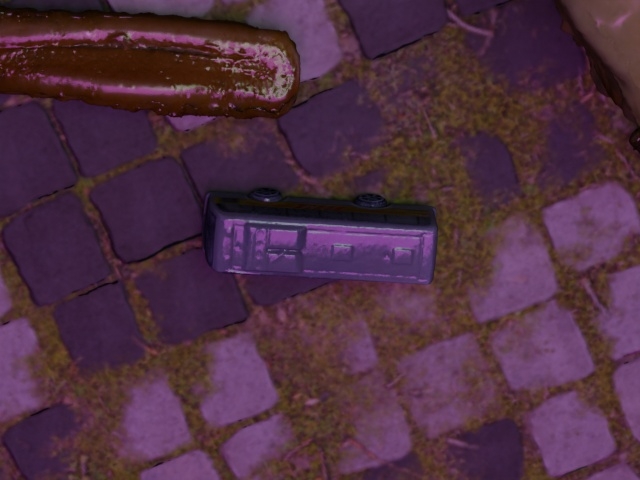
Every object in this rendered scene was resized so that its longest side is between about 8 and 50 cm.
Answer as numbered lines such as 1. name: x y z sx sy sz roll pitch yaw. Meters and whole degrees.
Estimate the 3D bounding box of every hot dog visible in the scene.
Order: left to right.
1. hot dog: -0.159 -0.139 1.470 0.289 0.068 0.083 5 86 -1

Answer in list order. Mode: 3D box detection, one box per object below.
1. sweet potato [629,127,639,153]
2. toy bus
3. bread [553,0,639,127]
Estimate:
1. sweet potato: 0.358 -0.020 1.546 0.274 0.067 0.067 33 104 -19
2. toy bus: 0.000 0.000 1.522 0.190 0.075 0.064 3 110 -5
3. bread: 0.295 -0.297 1.279 0.390 0.371 0.279 -35 109 8
